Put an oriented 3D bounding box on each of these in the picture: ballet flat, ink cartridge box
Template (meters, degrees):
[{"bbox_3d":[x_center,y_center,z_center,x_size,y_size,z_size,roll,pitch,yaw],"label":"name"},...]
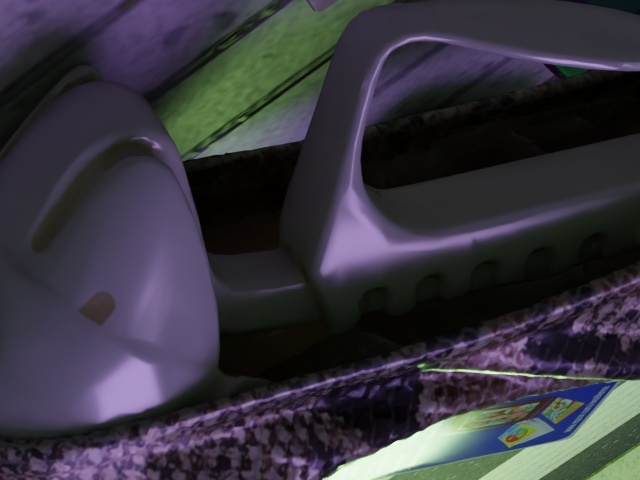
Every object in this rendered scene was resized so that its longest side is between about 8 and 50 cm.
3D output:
[{"bbox_3d":[0.000,0.000,0.573,0.482,0.164,0.182,-15,136,-16],"label":"ballet flat"},{"bbox_3d":[0.055,0.083,1.008,0.307,0.072,0.303,-9,157,-13],"label":"ink cartridge box"}]

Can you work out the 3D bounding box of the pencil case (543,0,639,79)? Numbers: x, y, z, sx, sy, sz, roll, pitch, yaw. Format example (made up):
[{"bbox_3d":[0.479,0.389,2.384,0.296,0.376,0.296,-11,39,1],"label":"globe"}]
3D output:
[{"bbox_3d":[0.161,-0.117,0.687,0.151,0.064,0.070,-28,136,-13],"label":"pencil case"}]

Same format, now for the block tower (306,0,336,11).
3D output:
[{"bbox_3d":[0.104,-0.191,0.348,0.335,0.091,0.097,-35,162,5],"label":"block tower"}]

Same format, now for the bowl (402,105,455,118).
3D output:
[{"bbox_3d":[0.058,-0.020,0.792,0.142,0.053,0.142,-13,155,-47],"label":"bowl"}]
